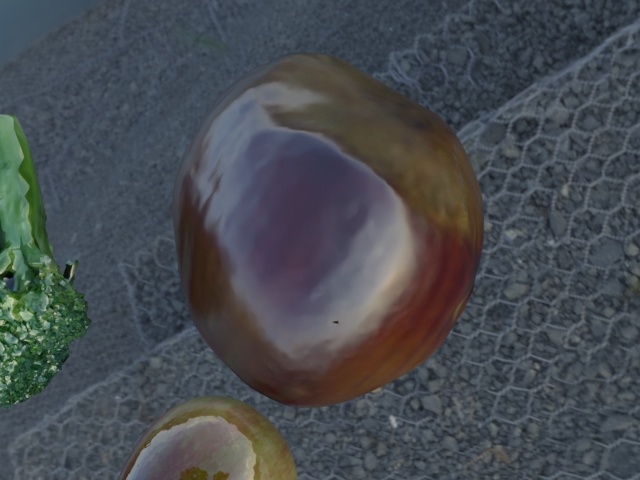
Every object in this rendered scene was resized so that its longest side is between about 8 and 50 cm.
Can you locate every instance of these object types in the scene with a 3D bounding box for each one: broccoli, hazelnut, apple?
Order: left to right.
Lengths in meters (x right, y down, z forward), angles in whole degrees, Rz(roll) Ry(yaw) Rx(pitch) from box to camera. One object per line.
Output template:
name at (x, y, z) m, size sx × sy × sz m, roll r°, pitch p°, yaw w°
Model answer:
broccoli at (-0.307, 0.022, 0.653) m, size 0.295 × 0.265 × 0.245 m, roll 2°, pitch 84°, yaw 20°
apple at (-0.173, 0.368, 1.270) m, size 0.257 × 0.234 × 0.256 m, roll 19°, pitch 120°, yaw 37°
hazelnut at (0.000, 0.000, 0.555) m, size 0.230 × 0.229 × 0.229 m, roll -11°, pitch 68°, yaw 28°
